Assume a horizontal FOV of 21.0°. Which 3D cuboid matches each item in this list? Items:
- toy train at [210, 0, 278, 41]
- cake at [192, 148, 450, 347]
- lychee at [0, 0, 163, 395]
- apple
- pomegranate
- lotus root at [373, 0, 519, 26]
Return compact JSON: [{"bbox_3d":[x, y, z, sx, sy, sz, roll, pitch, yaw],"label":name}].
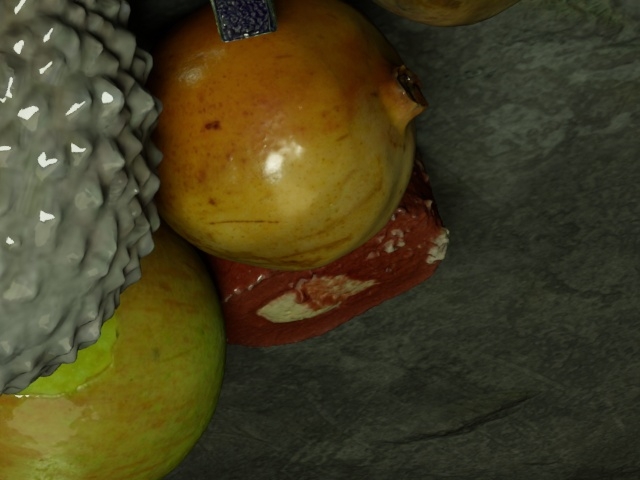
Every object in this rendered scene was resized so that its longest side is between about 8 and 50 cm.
[{"bbox_3d":[-0.070,-0.232,1.321,0.060,0.081,0.202,-12,143,0],"label":"toy train"},{"bbox_3d":[0.000,0.000,1.777,0.283,0.151,0.177,-33,140,21],"label":"cake"},{"bbox_3d":[-0.306,-0.068,1.356,0.380,0.380,0.432,9,120,-32],"label":"lychee"},{"bbox_3d":[-0.253,0.100,1.666,0.339,0.340,0.340,-10,148,-6],"label":"apple"},{"bbox_3d":[-0.031,-0.097,1.506,0.264,0.264,0.264,-10,148,-6],"label":"pomegranate"},{"bbox_3d":[0.092,-0.285,1.246,0.272,0.192,0.272,-7,122,-11],"label":"lotus root"}]
